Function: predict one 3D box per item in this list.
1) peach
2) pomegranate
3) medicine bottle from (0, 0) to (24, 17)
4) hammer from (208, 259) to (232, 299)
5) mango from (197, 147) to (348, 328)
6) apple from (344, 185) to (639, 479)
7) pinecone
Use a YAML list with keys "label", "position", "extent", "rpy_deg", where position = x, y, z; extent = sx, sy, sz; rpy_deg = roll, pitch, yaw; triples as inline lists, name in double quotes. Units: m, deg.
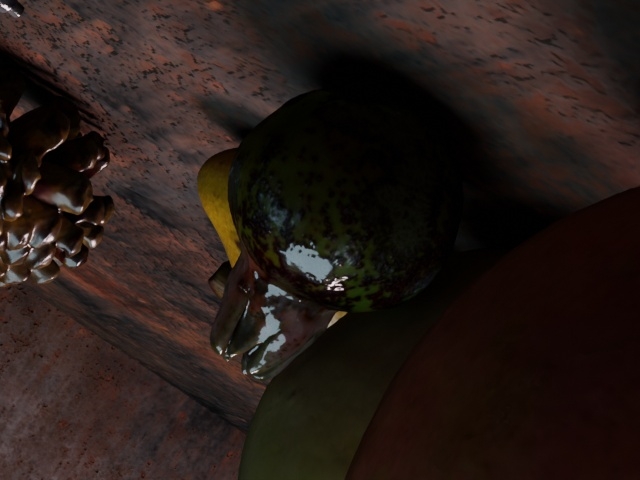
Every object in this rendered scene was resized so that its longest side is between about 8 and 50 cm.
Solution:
- label: "peach"
  position: [0.104, 0.142, 0.890]
  extent: [0.292, 0.247, 0.292]
  rpy_deg: [3, 155, 2]
- label: "pomegranate"
  position: [-0.005, -0.010, 0.815]
  extent: [0.125, 0.163, 0.138]
  rpy_deg: [56, -179, -19]
- label: "medicine bottle"
  position: [-0.241, -0.193, 0.896]
  extent: [0.057, 0.058, 0.199]
  rpy_deg: [18, 162, 47]
- label: "hammer"
  position: [0.054, 0.119, 1.250]
  extent: [0.409, 0.095, 0.242]
  rpy_deg: [38, -161, 32]
- label: "mango"
  position: [0.015, 0.041, 1.057]
  extent: [0.262, 0.109, 0.157]
  rpy_deg: [39, 166, -26]
- label: "apple"
  position: [0.178, 0.153, 0.565]
  extent: [0.364, 0.364, 0.364]
  rpy_deg: [30, 167, 8]
- label: "pinecone"
  position: [-0.254, -0.049, 1.244]
  extent: [0.179, 0.150, 0.195]
  rpy_deg: [-14, 139, 32]
